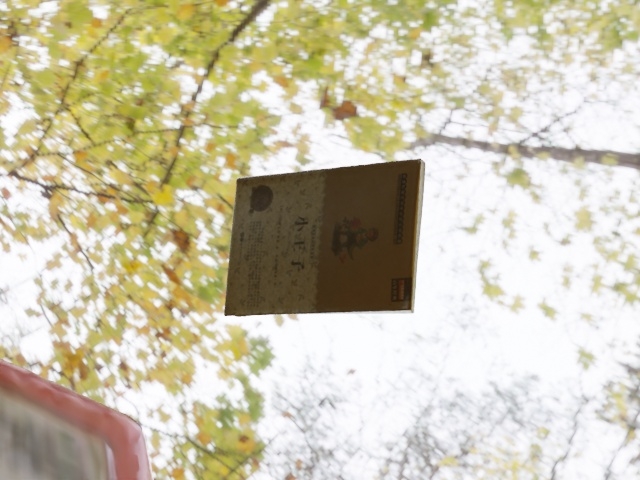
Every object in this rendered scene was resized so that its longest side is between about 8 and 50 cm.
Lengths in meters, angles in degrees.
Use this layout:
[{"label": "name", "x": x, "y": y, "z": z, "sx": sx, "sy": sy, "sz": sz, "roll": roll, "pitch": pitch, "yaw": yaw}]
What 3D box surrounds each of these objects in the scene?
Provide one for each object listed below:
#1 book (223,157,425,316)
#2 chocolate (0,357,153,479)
[{"label": "book", "x": 0.000, "y": 0.000, "z": 1.049, "sx": 0.016, "sy": 0.198, "sz": 0.138, "roll": 26, "pitch": -115, "yaw": -55}, {"label": "chocolate", "x": -0.255, "y": 0.113, "z": 0.308, "sx": 0.341, "sy": 0.161, "sz": 0.360, "roll": -23, "pitch": -37, "yaw": 27}]
